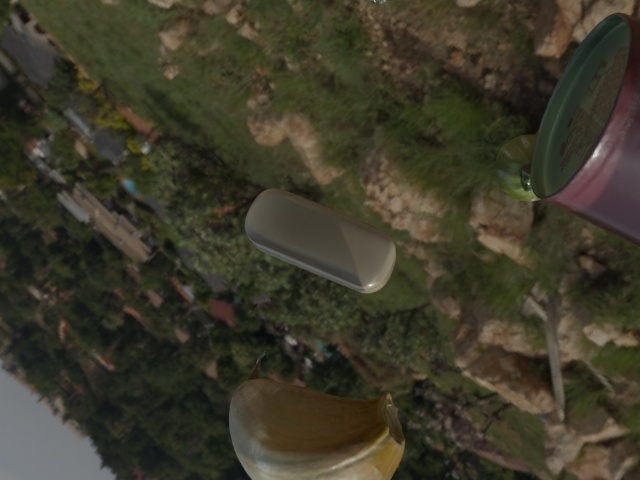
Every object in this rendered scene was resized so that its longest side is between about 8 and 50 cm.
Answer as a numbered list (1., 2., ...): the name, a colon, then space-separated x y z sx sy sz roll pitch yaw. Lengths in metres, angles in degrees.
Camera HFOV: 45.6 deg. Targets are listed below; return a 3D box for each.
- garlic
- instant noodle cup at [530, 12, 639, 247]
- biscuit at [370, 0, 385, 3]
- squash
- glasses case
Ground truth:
1. garlic: -0.018 0.234 0.904 0.245 0.164 0.145 13 162 38
2. instant noodle cup: 0.316 -0.092 0.702 0.178 0.235 0.235 19 158 -4
3. biscuit: -0.069 -0.291 0.557 0.309 0.186 0.079 18 139 -40
4. squash: 0.304 -0.096 1.093 0.105 0.105 0.132 44 -164 -2
5. glasses case: 0.000 0.000 0.966 0.196 0.083 0.050 24 165 11
